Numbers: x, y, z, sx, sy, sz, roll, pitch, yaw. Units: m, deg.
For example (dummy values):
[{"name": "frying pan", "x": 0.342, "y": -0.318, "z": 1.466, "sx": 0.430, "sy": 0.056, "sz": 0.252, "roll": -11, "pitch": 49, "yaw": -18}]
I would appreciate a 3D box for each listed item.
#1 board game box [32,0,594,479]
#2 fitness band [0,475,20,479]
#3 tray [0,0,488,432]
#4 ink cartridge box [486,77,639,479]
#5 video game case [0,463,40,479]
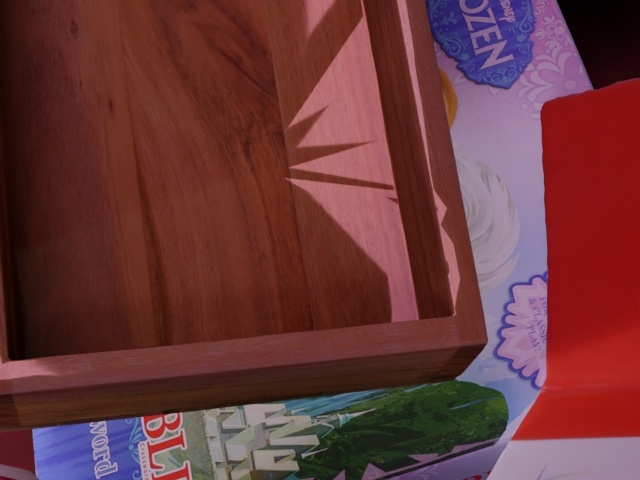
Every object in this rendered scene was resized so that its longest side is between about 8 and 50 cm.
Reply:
[{"name": "board game box", "x": 0.000, "y": 0.000, "z": 0.728, "sx": 0.318, "sy": 0.066, "sz": 0.318, "roll": -19, "pitch": 54, "yaw": 7}, {"name": "fitness band", "x": -0.146, "y": 0.233, "z": 0.520, "sx": 0.209, "sy": 0.054, "sz": 0.290, "roll": -8, "pitch": 71, "yaw": 28}, {"name": "tray", "x": -0.064, "y": -0.130, "z": 0.641, "sx": 0.203, "sy": 0.076, "sz": 0.410, "roll": -5, "pitch": 72, "yaw": -9}, {"name": "ink cartridge box", "x": 0.174, "y": 0.097, "z": 0.459, "sx": 0.308, "sy": 0.091, "sz": 0.385, "roll": -10, "pitch": 72, "yaw": 43}, {"name": "video game case", "x": -0.141, "y": 0.307, "z": 0.545, "sx": 0.300, "sy": 0.036, "sz": 0.329, "roll": 40, "pitch": 95, "yaw": 34}]
